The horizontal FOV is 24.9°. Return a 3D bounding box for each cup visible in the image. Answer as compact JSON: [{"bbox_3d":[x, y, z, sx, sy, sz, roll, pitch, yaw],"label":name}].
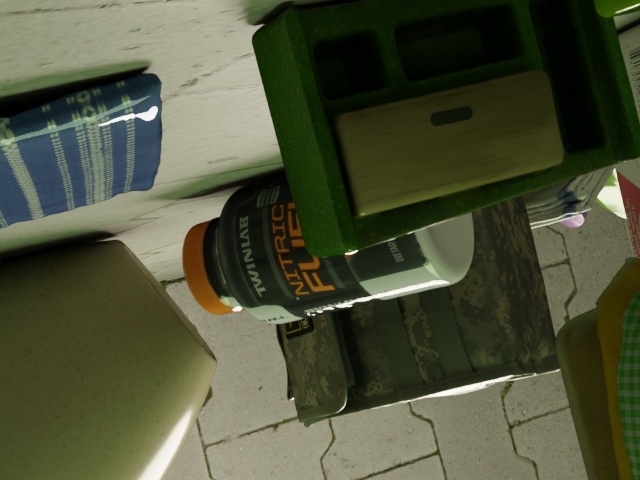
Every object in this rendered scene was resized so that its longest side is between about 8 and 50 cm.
[{"bbox_3d":[-0.250,0.135,1.505,0.237,0.331,0.331,-39,179,-3],"label":"cup"}]

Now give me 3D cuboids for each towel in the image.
[{"bbox_3d":[-0.244,-0.017,0.715,0.336,0.040,0.243,-15,177,-8],"label":"towel"},{"bbox_3d":[0.189,-0.056,1.588,0.285,0.034,0.209,-13,-159,34],"label":"towel"}]

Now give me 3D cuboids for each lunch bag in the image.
[{"bbox_3d":[0.067,0.049,1.453,0.287,0.235,0.169,-17,171,28],"label":"lunch bag"}]

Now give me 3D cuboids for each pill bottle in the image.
[{"bbox_3d":[0.000,0.000,1.273,0.245,0.130,0.130,-15,177,28],"label":"pill bottle"}]

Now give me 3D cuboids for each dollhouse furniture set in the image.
[{"bbox_3d":[0.113,0.033,0.540,0.151,0.302,0.197,-15,-179,-26],"label":"dollhouse furniture set"}]

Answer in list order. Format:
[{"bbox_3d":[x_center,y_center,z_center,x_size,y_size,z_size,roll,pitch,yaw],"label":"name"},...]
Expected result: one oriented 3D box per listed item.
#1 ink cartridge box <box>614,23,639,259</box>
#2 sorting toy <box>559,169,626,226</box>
[{"bbox_3d":[0.250,-0.063,0.806,0.092,0.159,0.218,-12,178,-15],"label":"ink cartridge box"},{"bbox_3d":[0.387,-0.101,1.605,0.127,0.126,0.365,33,156,-28],"label":"sorting toy"}]
